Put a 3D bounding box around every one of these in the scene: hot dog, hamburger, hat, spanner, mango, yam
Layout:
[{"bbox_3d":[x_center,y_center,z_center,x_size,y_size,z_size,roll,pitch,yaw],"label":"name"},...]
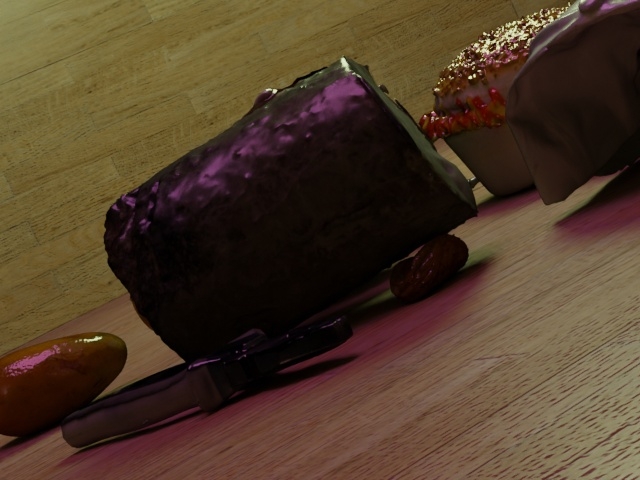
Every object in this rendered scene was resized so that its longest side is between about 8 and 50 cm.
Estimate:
[{"bbox_3d":[0.091,0.021,1.196,0.058,0.035,0.083,-37,-4,40],"label":"hot dog"},{"bbox_3d":[0.263,-0.176,1.635,0.294,0.179,0.276,-27,4,-11],"label":"hamburger"},{"bbox_3d":[0.316,-0.162,1.261,0.258,0.168,0.301,-18,3,32],"label":"hat"},{"bbox_3d":[-0.093,0.111,1.150,0.325,0.040,0.095,-23,4,43],"label":"spanner"},{"bbox_3d":[-0.285,0.150,1.510,0.165,0.089,0.115,-22,-5,7],"label":"mango"},{"bbox_3d":[-0.032,-0.023,1.261,0.300,0.195,0.195,-32,3,13],"label":"yam"}]

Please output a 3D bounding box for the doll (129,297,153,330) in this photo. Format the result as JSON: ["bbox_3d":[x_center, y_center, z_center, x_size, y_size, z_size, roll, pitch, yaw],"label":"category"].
[{"bbox_3d":[-0.042,-0.001,1.446,0.314,0.141,0.177,-30,-41,7],"label":"doll"}]

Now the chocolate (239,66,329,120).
[{"bbox_3d":[-0.025,-0.064,1.701,0.210,0.225,0.340,-31,17,-13],"label":"chocolate"}]

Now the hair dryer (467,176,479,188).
[{"bbox_3d":[0.271,-0.120,1.872,0.197,0.057,0.100,-34,4,0],"label":"hair dryer"}]
